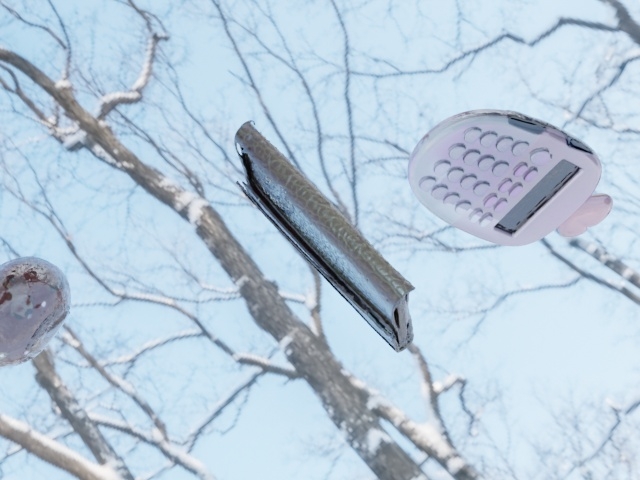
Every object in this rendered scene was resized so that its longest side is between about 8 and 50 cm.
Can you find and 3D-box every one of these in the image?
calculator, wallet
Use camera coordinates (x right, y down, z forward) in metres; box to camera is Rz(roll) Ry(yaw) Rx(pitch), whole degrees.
[{"bbox_3d":[0.135,-0.041,0.667,0.166,0.024,0.103,20,-52,-29],"label":"calculator"},{"bbox_3d":[0.000,0.000,0.935,0.039,0.243,0.133,-37,-24,-15],"label":"wallet"}]

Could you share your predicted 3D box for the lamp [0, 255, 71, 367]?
[{"bbox_3d":[-0.410,0.088,1.258,0.156,0.135,0.157,-54,-1,-44],"label":"lamp"}]
